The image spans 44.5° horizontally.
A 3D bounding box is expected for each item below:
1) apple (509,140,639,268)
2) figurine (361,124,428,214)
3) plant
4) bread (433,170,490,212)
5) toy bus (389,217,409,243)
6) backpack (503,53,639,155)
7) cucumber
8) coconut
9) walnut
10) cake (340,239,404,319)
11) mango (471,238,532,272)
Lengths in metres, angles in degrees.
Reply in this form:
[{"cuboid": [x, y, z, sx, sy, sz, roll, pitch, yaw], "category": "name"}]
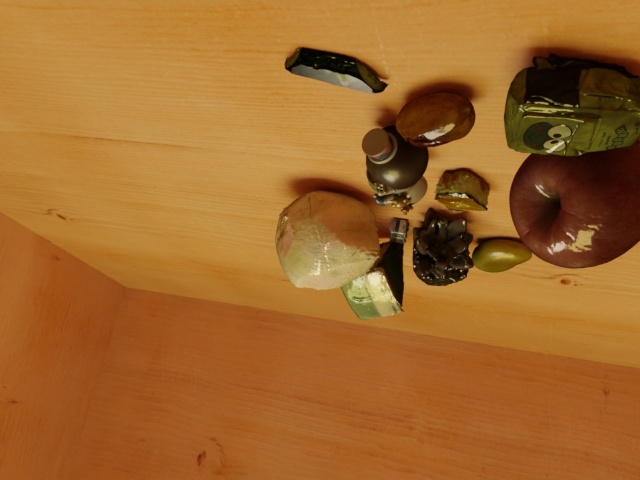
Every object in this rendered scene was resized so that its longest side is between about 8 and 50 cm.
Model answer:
[{"cuboid": [0.546, -0.087, 1.613, 0.235, 0.306, 0.305, -7, 173, -29], "category": "apple"}, {"cuboid": [0.170, -0.179, 1.806, 0.158, 0.161, 0.275, 30, 163, 18], "category": "figurine"}, {"cuboid": [0.355, 0.026, 2.293, 0.181, 0.194, 0.321, 0, 167, 1], "category": "plant"}, {"cuboid": [0.353, -0.121, 1.979, 0.127, 0.069, 0.140, -2, 161, 42], "category": "bread"}, {"cuboid": [0.239, -0.030, 2.385, 0.058, 0.052, 0.102, 10, 165, 7], "category": "toy bus"}, {"cuboid": [0.464, -0.240, 1.423, 0.253, 0.140, 0.207, 3, 161, 9], "category": "backpack"}, {"cuboid": [0.031, -0.342, 1.572, 0.220, 0.046, 0.070, 13, 155, 3], "category": "cucumber"}, {"cuboid": [0.000, 0.000, 2.245, 0.254, 0.297, 0.297, -1, 175, -38], "category": "coconut"}, {"cuboid": [0.230, -0.246, 1.614, 0.115, 0.116, 0.207, 26, 159, -37], "category": "walnut"}, {"cuboid": [0.165, 0.076, 2.423, 0.158, 0.284, 0.172, -14, 139, 27], "category": "cake"}, {"cuboid": [0.535, 0.040, 2.346, 0.122, 0.086, 0.191, 31, 148, -19], "category": "mango"}]
